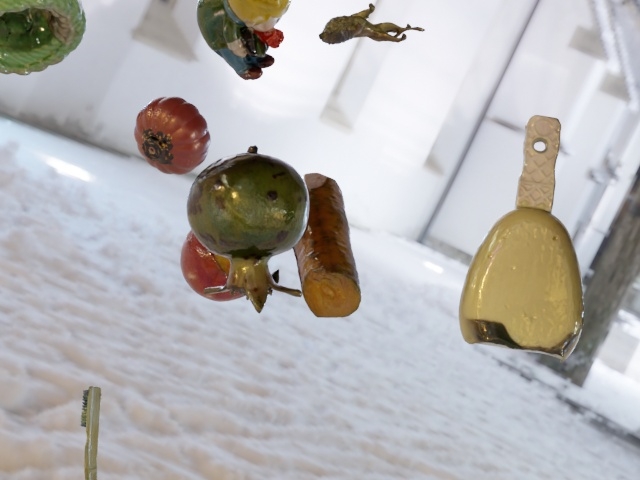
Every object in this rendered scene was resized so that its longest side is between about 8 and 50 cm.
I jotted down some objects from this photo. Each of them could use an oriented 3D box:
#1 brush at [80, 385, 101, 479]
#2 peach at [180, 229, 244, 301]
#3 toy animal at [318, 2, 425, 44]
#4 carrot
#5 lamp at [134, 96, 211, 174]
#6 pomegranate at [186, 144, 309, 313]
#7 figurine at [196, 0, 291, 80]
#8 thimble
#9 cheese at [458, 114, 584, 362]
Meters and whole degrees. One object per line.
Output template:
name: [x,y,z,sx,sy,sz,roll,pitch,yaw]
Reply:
brush: [-0.425,0.356,1.941,0.030,0.178,0.033,-10,-22,19]
peach: [-0.206,0.036,2.262,0.190,0.190,0.192,22,-2,-26]
toy animal: [0.105,-0.434,2.137,0.220,0.069,0.086,2,-32,-5]
carrot: [0.000,0.000,1.847,0.114,0.114,0.302,22,35,-26]
lamp: [-0.197,-0.139,1.402,0.107,0.107,0.092,27,41,18]
pomegranate: [-0.078,-0.019,1.203,0.148,0.169,0.148,-6,18,2]
figurine: [-0.105,-0.381,1.804,0.234,0.127,0.185,-17,-73,45]
thimble: [-0.484,-0.367,1.649,0.219,0.219,0.150,16,48,-58]
cheese: [0.218,-0.007,1.091,0.127,0.251,0.054,10,-9,-2]
